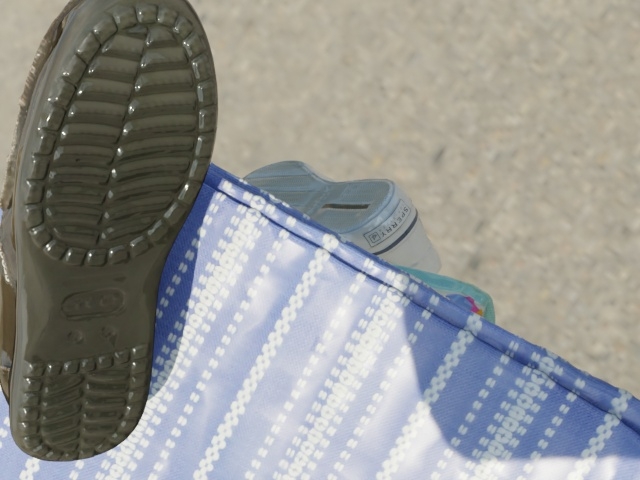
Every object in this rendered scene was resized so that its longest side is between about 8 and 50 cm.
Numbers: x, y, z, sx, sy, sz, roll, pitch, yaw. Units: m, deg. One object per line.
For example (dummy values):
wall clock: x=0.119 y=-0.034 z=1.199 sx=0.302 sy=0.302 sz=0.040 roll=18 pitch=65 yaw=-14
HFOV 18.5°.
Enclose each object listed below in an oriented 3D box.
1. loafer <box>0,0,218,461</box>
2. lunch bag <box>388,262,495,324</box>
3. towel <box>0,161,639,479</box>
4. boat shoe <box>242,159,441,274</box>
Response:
loafer: x=-0.104 y=-0.014 z=0.820 sx=0.078 sy=0.080 sz=0.220 roll=50 pitch=132 yaw=49
lunch bag: x=-0.054 y=0.104 z=1.145 sx=0.262 sy=0.160 sz=0.223 roll=17 pitch=39 yaw=37
towel: x=-0.024 y=0.108 z=0.903 sx=0.243 sy=0.336 sz=0.040 roll=-62 pitch=-8 yaw=14
boat shoe: x=0.000 y=0.000 z=1.391 sx=0.083 sy=0.076 sz=0.226 roll=-45 pitch=25 yaw=-16
